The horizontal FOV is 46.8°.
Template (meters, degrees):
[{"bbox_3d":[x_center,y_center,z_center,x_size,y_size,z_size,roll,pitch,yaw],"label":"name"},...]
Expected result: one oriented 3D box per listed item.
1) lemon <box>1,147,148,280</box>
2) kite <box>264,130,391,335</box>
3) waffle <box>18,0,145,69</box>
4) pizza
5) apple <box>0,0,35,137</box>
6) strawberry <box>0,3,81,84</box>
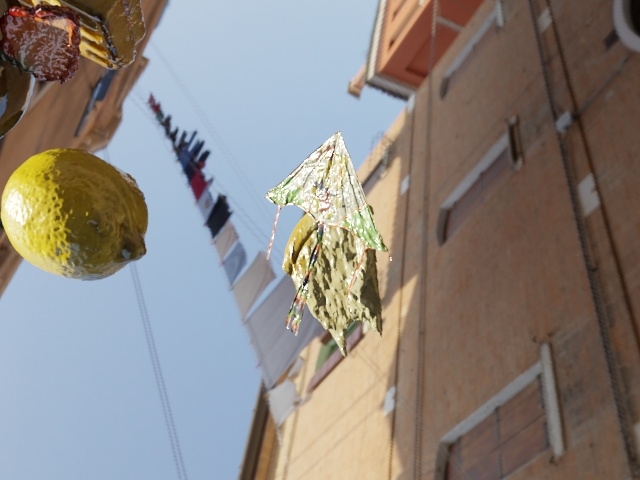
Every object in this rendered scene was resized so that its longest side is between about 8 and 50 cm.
[{"bbox_3d":[-0.465,-0.047,1.421,0.320,0.245,0.245,25,-146,19],"label":"lemon"},{"bbox_3d":[0.000,0.000,0.803,0.006,0.244,0.198,-10,-149,-44],"label":"kite"},{"bbox_3d":[-0.432,-0.395,1.119,0.327,0.224,0.098,27,-104,-3],"label":"waffle"},{"bbox_3d":[0.023,0.062,1.228,0.034,0.181,0.262,3,-106,-61],"label":"pizza"},{"bbox_3d":[-0.495,-0.251,0.969,0.257,0.234,0.257,18,-121,-34],"label":"apple"},{"bbox_3d":[-0.324,-0.239,0.875,0.104,0.152,0.048,43,-131,-28],"label":"strawberry"}]
